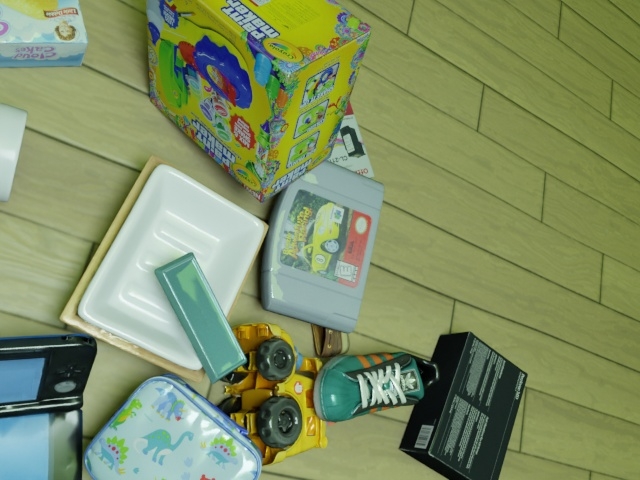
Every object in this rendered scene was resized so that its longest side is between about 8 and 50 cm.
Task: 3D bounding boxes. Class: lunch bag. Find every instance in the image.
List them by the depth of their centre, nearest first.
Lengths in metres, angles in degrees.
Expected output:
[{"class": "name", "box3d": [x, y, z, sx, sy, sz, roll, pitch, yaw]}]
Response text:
[{"class": "lunch bag", "box3d": [-0.200, 0.308, 0.842, 0.219, 0.090, 0.176, 39, 78, 2]}]

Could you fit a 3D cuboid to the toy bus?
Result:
[{"class": "toy bus", "box3d": [-0.057, 0.253, 0.999, 0.211, 0.149, 0.220, 9, 72, -43]}]

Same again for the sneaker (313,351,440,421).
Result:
[{"class": "sneaker", "box3d": [0.108, 0.245, 1.041, 0.302, 0.121, 0.108, -2, 83, -55]}]

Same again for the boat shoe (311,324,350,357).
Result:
[{"class": "boat shoe", "box3d": [0.005, 0.131, 1.099, 0.060, 0.064, 0.178, -11, 88, -34]}]

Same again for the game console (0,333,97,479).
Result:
[{"class": "game console", "box3d": [-0.444, 0.255, 0.746, 0.293, 0.250, 0.173, 1, 52, -31]}]

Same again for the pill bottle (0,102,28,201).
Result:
[{"class": "pill bottle", "box3d": [-0.549, -0.144, 0.770, 0.283, 0.160, 0.160, 13, 73, -28]}]

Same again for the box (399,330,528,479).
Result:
[{"class": "box", "box3d": [0.296, 0.346, 1.205, 0.184, 0.103, 0.261, 35, 63, -17]}]

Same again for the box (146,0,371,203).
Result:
[{"class": "box", "box3d": [-0.112, -0.270, 0.932, 0.290, 0.279, 0.177, 42, 58, 15]}]

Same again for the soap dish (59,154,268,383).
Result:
[{"class": "soap dish", "box3d": [-0.238, 0.047, 0.940, 0.229, 0.118, 0.290, 31, 65, -22]}]

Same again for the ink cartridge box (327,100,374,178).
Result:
[{"class": "ink cartridge box", "box3d": [0.017, -0.185, 1.170, 0.127, 0.072, 0.175, -18, 89, -33]}]

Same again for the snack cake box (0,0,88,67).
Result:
[{"class": "snack cake box", "box3d": [-0.504, -0.344, 0.883, 0.264, 0.089, 0.152, -13, 85, -32]}]

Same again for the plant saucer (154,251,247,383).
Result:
[{"class": "plant saucer", "box3d": [-0.175, 0.114, 0.884, 0.067, 0.018, 0.192, -29, 95, -32]}]

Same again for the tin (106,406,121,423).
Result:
[{"class": "tin", "box3d": [-0.265, 0.342, 0.908, 0.106, 0.040, 0.189, -20, 90, -28]}]

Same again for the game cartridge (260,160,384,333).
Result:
[{"class": "game cartridge", "box3d": [0.000, 0.000, 1.056, 0.196, 0.060, 0.294, 18, 74, -19]}]
